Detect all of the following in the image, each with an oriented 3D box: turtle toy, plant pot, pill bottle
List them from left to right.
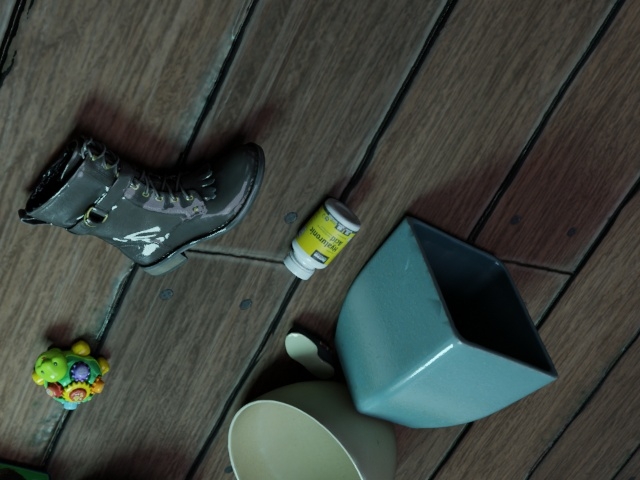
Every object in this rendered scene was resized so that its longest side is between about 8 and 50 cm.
[{"bbox_3d":[-0.364,0.195,1.480,0.095,0.066,0.130,-34,135,2],"label":"turtle toy"},{"bbox_3d":[0.000,0.000,1.503,0.065,0.065,0.116,26,113,-40],"label":"pill bottle"},{"bbox_3d":[0.016,0.341,1.691,0.191,0.284,0.284,-34,146,-45],"label":"plant pot"},{"bbox_3d":[0.167,0.161,1.611,0.248,0.247,0.252,22,125,-38],"label":"plant pot"}]

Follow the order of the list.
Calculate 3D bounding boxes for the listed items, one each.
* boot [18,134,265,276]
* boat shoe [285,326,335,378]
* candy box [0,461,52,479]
[{"bbox_3d":[-0.223,-0.069,1.312,0.263,0.091,0.229,-42,134,14],"label":"boot"},{"bbox_3d":[-0.018,0.175,1.661,0.049,0.042,0.133,-18,138,22],"label":"boat shoe"},{"bbox_3d":[-0.600,0.441,1.530,0.317,0.122,0.268,25,114,-41],"label":"candy box"}]
